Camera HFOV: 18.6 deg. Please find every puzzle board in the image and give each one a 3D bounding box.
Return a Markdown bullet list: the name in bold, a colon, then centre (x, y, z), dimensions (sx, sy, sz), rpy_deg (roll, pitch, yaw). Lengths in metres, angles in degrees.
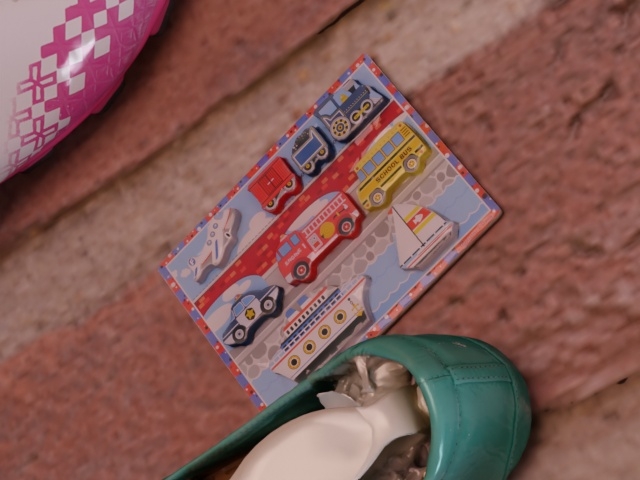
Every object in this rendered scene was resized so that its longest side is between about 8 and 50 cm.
- **puzzle board**: centre (0.000, 0.000, 0.785), dimensions (0.128, 0.011, 0.096), rpy_deg (-46, 59, 13)

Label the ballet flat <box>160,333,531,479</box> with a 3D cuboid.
- **ballet flat**: centre (-0.036, 0.109, 0.731), dimensions (0.247, 0.087, 0.083), rpy_deg (-36, 62, 18)

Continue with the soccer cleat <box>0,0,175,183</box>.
- **soccer cleat**: centre (-0.182, -0.069, 0.833), dimensions (0.331, 0.143, 0.116), rpy_deg (-51, 58, 8)
